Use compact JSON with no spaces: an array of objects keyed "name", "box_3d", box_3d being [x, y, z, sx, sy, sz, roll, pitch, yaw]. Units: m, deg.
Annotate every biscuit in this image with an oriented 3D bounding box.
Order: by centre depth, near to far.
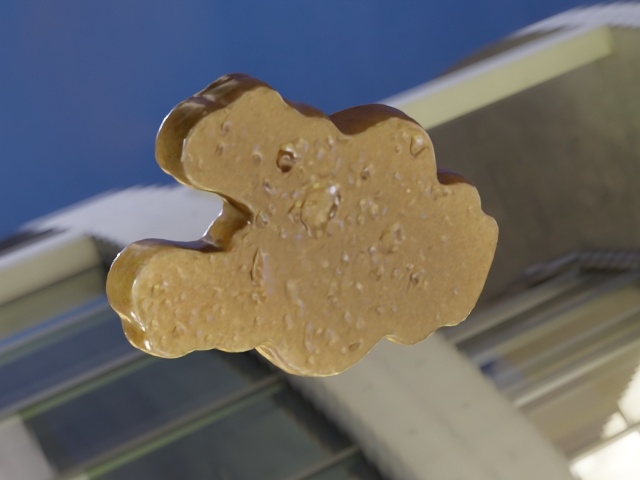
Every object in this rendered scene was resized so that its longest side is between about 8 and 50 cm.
[{"name":"biscuit","box_3d":[-0.002,-0.001,1.224,0.044,0.295,0.186,30,-79,44]}]
